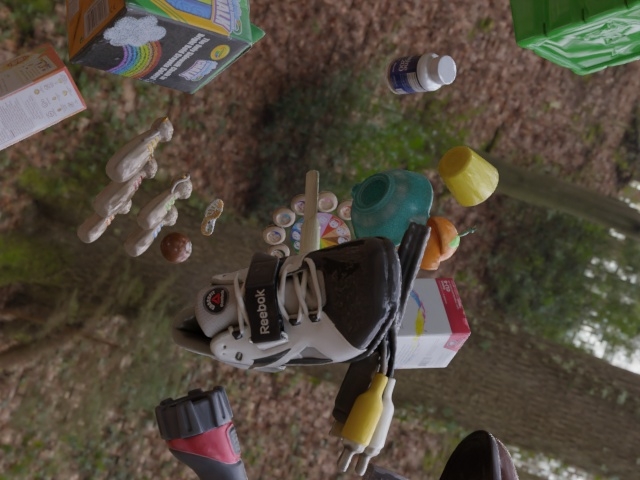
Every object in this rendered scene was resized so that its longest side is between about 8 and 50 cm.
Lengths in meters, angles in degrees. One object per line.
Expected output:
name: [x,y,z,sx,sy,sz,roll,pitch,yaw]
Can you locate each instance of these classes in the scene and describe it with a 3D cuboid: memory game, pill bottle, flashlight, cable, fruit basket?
memory game: [0.000,0.000,1.497,0.012,0.186,0.186,-89,-162,-55]
pill bottle: [0.178,-0.296,1.626,0.120,0.067,0.067,3,-109,48]
flashlight: [-0.140,0.355,1.244,0.103,0.103,0.303,-11,-88,58]
cable: [0.084,0.123,1.048,0.287,0.072,0.139,-66,164,4]
fruit basket: [0.508,-0.483,1.484,0.392,0.283,0.391,-31,-129,49]

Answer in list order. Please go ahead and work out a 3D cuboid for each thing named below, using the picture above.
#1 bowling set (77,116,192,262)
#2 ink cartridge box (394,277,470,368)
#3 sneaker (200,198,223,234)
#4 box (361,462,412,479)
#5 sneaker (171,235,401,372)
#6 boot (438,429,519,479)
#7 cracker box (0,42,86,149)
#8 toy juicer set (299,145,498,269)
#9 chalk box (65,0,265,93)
bowling set: [-0.288,-0.056,1.613,0.154,0.200,0.287,-52,-175,-39]
ink cartridge box: [0.158,0.153,1.687,0.128,0.176,0.127,115,-31,-51]
sneaker: [-0.218,-0.052,1.822,0.083,0.032,0.037,-61,-161,25]
box: [0.117,0.495,1.451,0.056,0.183,0.231,133,-19,-82]
sneaker: [-0.050,0.078,0.980,0.331,0.146,0.122,-31,-122,49]
boot: [0.246,0.331,0.881,0.096,0.281,0.264,-44,-141,41]
cracker box: [-0.437,-0.169,1.208,0.156,0.232,0.067,46,-19,57]
toy juicer set: [0.086,-0.016,1.301,0.329,0.089,0.209,-4,-124,43]
chalk box: [-0.226,-0.358,1.432,0.180,0.289,0.179,-27,-115,43]
